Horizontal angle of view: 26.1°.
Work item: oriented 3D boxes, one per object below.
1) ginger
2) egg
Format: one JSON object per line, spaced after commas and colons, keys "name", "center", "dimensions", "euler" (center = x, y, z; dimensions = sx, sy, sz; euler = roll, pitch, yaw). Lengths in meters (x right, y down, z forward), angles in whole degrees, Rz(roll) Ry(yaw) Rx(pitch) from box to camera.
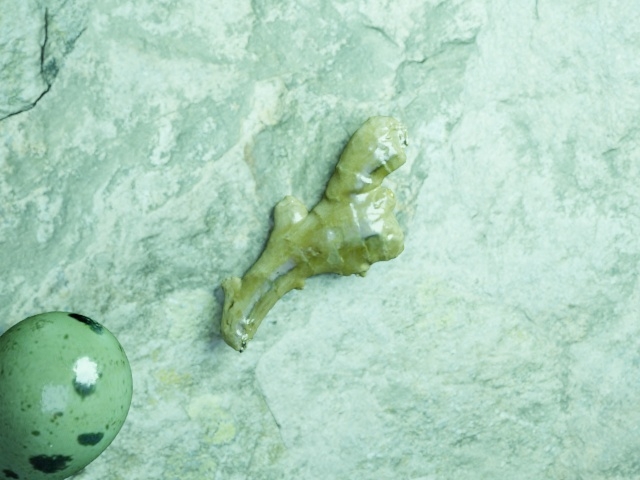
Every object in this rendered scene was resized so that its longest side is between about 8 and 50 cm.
{"name": "ginger", "center": [0.000, 0.000, 1.667], "dimensions": [0.334, 0.081, 0.148], "euler": [-41, 105, 6]}
{"name": "egg", "center": [-0.316, 0.190, 1.602], "dimensions": [0.177, 0.177, 0.228], "euler": [26, 106, -13]}
